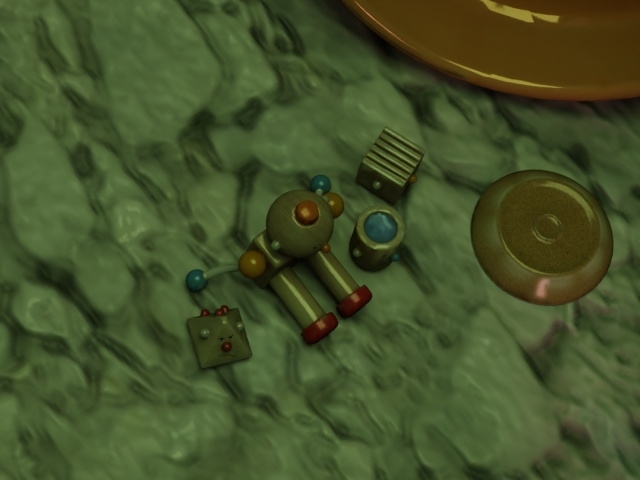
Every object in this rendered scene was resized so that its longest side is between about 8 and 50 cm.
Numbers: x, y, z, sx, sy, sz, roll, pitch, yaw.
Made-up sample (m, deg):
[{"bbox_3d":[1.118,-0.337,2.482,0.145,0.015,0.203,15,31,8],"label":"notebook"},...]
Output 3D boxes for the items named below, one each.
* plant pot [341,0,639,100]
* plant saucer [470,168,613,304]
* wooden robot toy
[{"bbox_3d":[0.141,-0.249,1.060,0.290,0.291,0.203,16,49,-3],"label":"plant pot"},{"bbox_3d":[0.127,-0.005,1.080,0.083,0.015,0.083,3,67,-8],"label":"plant saucer"},{"bbox_3d":[0.000,0.000,1.022,0.173,0.079,0.076,-38,78,-21],"label":"wooden robot toy"}]
